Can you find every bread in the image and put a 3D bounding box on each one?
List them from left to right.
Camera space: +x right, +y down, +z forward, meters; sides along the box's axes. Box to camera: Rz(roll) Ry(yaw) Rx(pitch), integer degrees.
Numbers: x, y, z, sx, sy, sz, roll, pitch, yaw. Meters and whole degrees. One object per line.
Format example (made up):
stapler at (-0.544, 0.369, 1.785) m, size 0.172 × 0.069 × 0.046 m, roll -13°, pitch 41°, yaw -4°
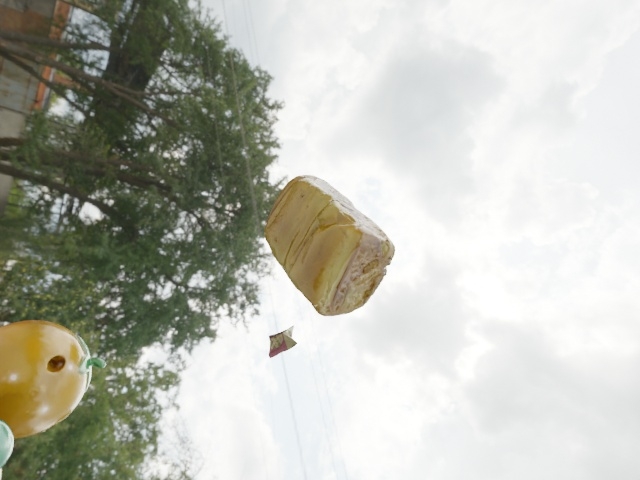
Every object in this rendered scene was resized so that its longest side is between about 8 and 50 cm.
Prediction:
bread at (0.000, 0.000, 0.771) m, size 0.167 × 0.132 × 0.294 m, roll -56°, pitch -151°, yaw 12°

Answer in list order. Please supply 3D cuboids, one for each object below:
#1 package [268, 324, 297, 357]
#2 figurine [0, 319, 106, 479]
package at (-0.074, 0.191, 0.845) m, size 0.083 × 0.059 × 0.029 m, roll -116°, pitch -179°, yaw -74°
figurine at (-0.320, 0.160, 0.398) m, size 0.222 × 0.124 × 0.324 m, roll -38°, pitch -166°, yaw -17°
